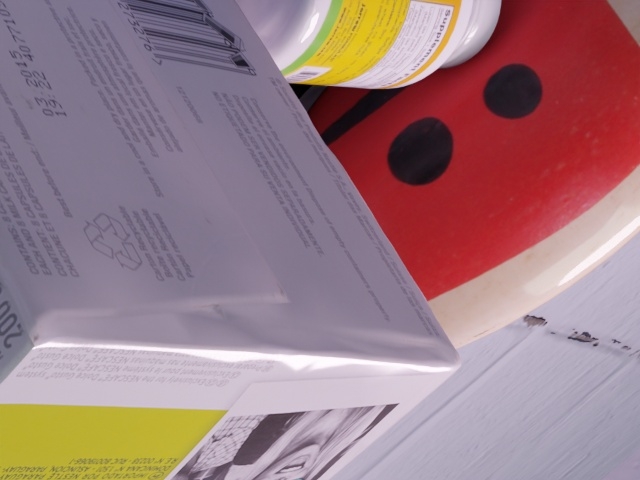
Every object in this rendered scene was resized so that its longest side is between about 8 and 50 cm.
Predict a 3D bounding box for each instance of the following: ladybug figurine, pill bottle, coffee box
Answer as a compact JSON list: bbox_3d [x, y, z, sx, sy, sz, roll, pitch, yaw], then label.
[{"bbox_3d":[0.123,-0.087,1.409,0.449,0.305,0.162,-41,125,5],"label":"ladybug figurine"},{"bbox_3d":[0.018,-0.172,1.238,0.136,0.136,0.245,-48,155,27],"label":"pill bottle"},{"bbox_3d":[-0.204,0.028,1.007,0.334,0.338,0.338,-44,153,25],"label":"coffee box"}]

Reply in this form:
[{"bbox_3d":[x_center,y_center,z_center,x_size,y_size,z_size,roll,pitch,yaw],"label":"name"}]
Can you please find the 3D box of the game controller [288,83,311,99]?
[{"bbox_3d":[-0.121,-0.053,1.395,0.319,0.067,0.166,-45,170,22],"label":"game controller"}]
